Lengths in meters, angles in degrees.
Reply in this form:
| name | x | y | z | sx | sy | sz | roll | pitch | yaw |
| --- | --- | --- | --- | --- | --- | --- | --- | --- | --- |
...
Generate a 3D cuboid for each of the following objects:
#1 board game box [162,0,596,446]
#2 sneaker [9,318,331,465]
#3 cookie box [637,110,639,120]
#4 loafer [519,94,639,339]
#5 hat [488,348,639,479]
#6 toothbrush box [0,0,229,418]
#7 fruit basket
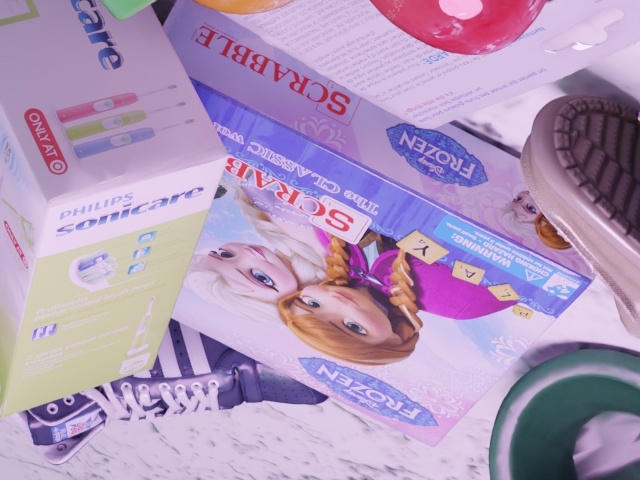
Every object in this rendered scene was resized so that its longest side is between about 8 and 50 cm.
| name | x | y | z | sx | sy | sz | roll | pitch | yaw |
| --- | --- | --- | --- | --- | --- | --- | --- | --- | --- |
| board game box | 0.000 | 0.000 | 1.371 | 0.318 | 0.066 | 0.318 | 27 | 150 | -3 |
| sneaker | -0.135 | 0.117 | 1.566 | 0.282 | 0.153 | 0.099 | 17 | 150 | 11 |
| cookie box | 0.251 | -0.058 | 1.127 | 0.092 | 0.040 | 0.107 | -10 | 135 | 45 |
| loafer | 0.211 | 0.013 | 1.208 | 0.268 | 0.102 | 0.092 | 38 | 141 | -24 |
| hat | 0.237 | 0.163 | 1.507 | 0.173 | 0.183 | 0.209 | 3 | 103 | 21 |
| toothbrush box | -0.176 | -0.047 | 1.254 | 0.206 | 0.122 | 0.283 | 63 | 153 | 21 |
| fruit basket | 0.027 | -0.187 | 1.014 | 0.353 | 0.165 | 0.327 | 22 | 154 | -30 |
